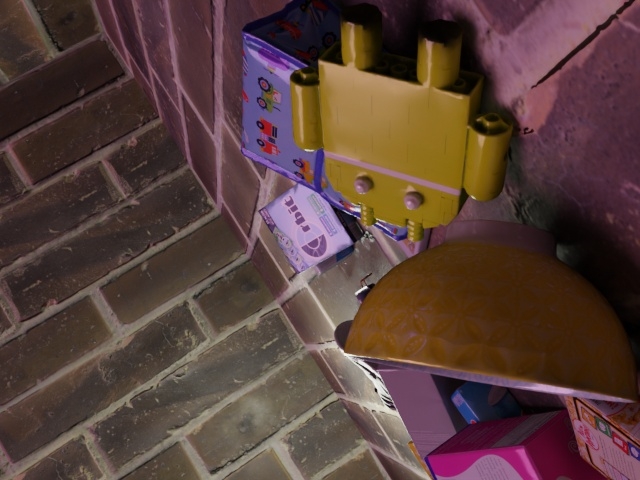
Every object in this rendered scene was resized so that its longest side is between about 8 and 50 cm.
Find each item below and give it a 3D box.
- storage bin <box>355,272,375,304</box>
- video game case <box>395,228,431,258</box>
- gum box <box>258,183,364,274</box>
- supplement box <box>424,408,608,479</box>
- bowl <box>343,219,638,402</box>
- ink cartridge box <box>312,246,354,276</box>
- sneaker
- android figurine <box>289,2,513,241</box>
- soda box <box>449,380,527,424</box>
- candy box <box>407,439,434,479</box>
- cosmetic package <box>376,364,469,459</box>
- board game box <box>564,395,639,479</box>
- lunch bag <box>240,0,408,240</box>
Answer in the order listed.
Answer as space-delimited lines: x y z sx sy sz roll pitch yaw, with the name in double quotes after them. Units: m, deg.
0.125 0.092 1.257 0.098 0.091 0.135 57 167 6 "storage bin"
0.095 -0.089 1.076 0.206 0.026 0.227 53 167 22 "video game case"
-0.022 -0.035 1.433 0.184 0.041 0.157 -31 92 44 "gum box"
0.269 0.322 1.014 0.220 0.113 0.111 -33 82 57 "supplement box"
0.178 0.067 0.744 0.289 0.289 0.156 129 151 -78 "bowl"
0.000 0.000 1.534 0.122 0.088 0.052 56 170 7 "ink cartridge box"
0.133 0.306 1.729 0.295 0.104 0.147 34 149 52 "sneaker"
0.081 -0.110 0.772 0.248 0.056 0.273 20 138 21 "android figurine"
0.301 0.311 1.145 0.210 0.071 0.067 54 166 18 "soda box"
0.263 0.428 1.397 0.105 0.027 0.206 58 146 -3 "candy box"
0.196 0.264 1.266 0.107 0.127 0.238 -11 120 31 "cosmetic package"
0.359 0.241 0.795 0.193 0.045 0.147 40 159 56 "board game box"
0.045 -0.140 0.917 0.293 0.138 0.221 38 150 19 "lunch bag"
